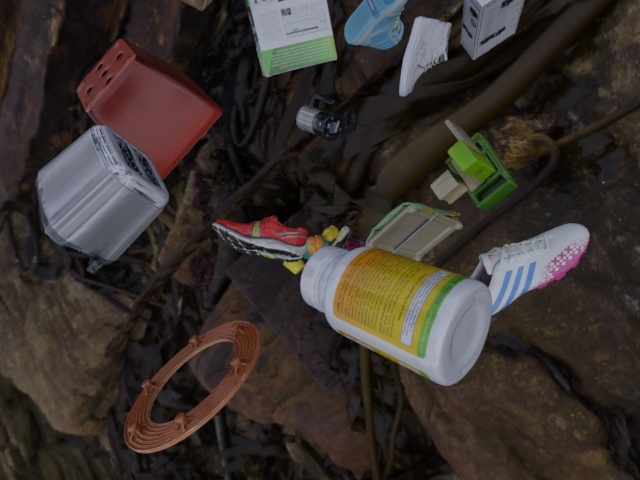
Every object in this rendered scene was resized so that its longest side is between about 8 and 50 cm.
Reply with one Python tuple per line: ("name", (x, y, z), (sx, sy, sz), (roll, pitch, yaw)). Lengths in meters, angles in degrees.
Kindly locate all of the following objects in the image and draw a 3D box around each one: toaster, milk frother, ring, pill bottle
("toaster", (-0.330, -0.072, 0.692), (0.146, 0.129, 0.227), (-43, 49, 5))
("milk frother", (0.025, -0.383, 1.449), (0.135, 0.143, 0.129), (33, 96, 40))
("ring", (-0.272, 0.285, 0.950), (0.337, 0.336, 0.032), (-21, 115, 32))
("pill bottle", (0.092, 0.085, 0.628), (0.246, 0.137, 0.136), (19, 106, 41))

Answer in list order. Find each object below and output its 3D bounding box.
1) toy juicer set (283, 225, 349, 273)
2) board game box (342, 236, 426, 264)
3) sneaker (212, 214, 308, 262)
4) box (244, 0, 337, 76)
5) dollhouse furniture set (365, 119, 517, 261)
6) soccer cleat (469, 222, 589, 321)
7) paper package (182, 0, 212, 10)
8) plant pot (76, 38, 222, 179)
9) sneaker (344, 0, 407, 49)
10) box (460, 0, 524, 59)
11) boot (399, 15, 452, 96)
("toy juicer set", (0.000, 0.000, 1.747), (0.089, 0.329, 0.209), (47, 122, 10))
("board game box", (0.242, 0.097, 1.326), (0.347, 0.208, 0.056), (20, 71, 17))
("sneaker", (-0.165, -0.021, 1.276), (0.279, 0.107, 0.118), (15, 64, 11))
("box", (-0.094, -0.667, 1.319), (0.058, 0.233, 0.321), (-133, 27, -63))
("dollhouse furniture set", (0.234, -0.102, 0.998), (0.301, 0.198, 0.151), (-44, 50, 31))
("soccer cleat", (0.459, 0.053, 1.048), (0.331, 0.116, 0.143), (-41, 109, 9))
("paper package", (-0.251, -0.613, 0.778), (0.325, 0.168, 0.309), (34, 78, 14))
("plant pot", (-0.470, -0.360, 1.191), (0.267, 0.236, 0.267), (-47, 48, 5))
("sneaker", (0.253, -0.802, 1.601), (0.319, 0.208, 0.126), (-25, 74, 49))
("box", (0.540, -0.719, 1.426), (0.169, 0.290, 0.087), (-33, 74, 8))
("boot", (0.325, -0.560, 1.389), (0.124, 0.095, 0.257), (14, 87, 14))
